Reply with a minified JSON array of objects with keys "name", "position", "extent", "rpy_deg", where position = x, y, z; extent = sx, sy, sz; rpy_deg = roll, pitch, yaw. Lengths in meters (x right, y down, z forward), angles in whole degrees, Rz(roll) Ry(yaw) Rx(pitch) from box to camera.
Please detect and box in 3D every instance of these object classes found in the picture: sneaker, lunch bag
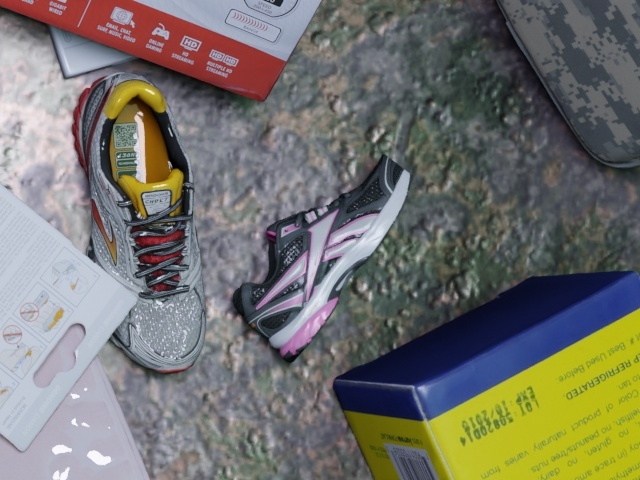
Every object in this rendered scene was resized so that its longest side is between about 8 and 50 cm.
[{"name":"sneaker","position":[0.000,0.000,1.320],"extent":[0.077,0.072,0.178],"rpy_deg":[36,72,-2]},{"name":"lunch bag","position":[0.280,-0.249,1.352],"extent":[0.256,0.212,0.305],"rpy_deg":[-39,100,-32]},{"name":"sneaker","position":[-0.131,-0.012,1.265],"extent":[0.088,0.092,0.225],"rpy_deg":[-14,93,-18]}]

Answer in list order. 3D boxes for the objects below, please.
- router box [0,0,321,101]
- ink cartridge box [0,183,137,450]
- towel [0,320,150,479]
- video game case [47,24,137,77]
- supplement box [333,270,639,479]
[{"name":"router box","position":[-0.127,-0.279,1.163],"extent":[0.335,0.301,0.082],"rpy_deg":[19,37,-18]},{"name":"ink cartridge box","position":[-0.240,0.040,1.215],"extent":[0.179,0.045,0.145],"rpy_deg":[41,64,-13]},{"name":"towel","position":[-0.285,0.190,1.184],"extent":[0.331,0.053,0.317],"rpy_deg":[-19,73,-18]},{"name":"video game case","position":[-0.148,-0.216,1.308],"extent":[0.143,0.019,0.157],"rpy_deg":[-18,93,-17]},{"name":"supplement box","position":[0.188,0.224,1.300],"extent":[0.194,0.195,0.357],"rpy_deg":[-25,94,-16]}]
